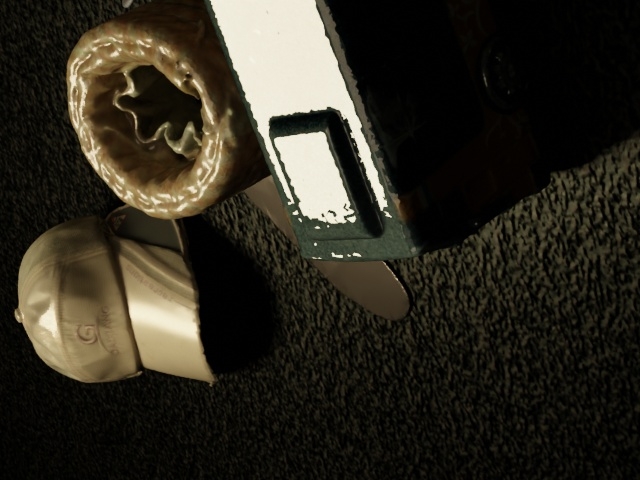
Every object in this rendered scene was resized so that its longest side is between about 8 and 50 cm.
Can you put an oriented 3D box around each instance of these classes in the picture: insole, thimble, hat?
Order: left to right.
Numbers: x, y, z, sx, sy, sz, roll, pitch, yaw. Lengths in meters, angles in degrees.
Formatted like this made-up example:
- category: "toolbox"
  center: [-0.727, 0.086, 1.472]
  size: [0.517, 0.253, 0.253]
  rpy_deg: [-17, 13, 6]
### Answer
- category: "hat"
  center: [-0.218, 0.081, 1.684]
  size: [0.275, 0.161, 0.232]
  rpy_deg: [17, 132, 36]
- category: "thimble"
  center: [-0.116, -0.132, 1.422]
  size: [0.229, 0.148, 0.196]
  rpy_deg: [-26, 94, 51]
- category: "insole"
  center: [0.000, 0.000, 1.501]
  size: [0.232, 0.003, 0.080]
  rpy_deg: [41, 140, 20]

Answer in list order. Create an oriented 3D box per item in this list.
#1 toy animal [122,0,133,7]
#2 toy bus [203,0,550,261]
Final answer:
- category: "toy animal"
  center: [-0.217, -0.334, 1.442]
  size: [0.255, 0.176, 0.239]
  rpy_deg: [-133, 21, -79]
- category: "toy bus"
  center: [0.036, -0.151, 1.193]
  size: [0.162, 0.194, 0.323]
  rpy_deg: [-2, 114, 48]
